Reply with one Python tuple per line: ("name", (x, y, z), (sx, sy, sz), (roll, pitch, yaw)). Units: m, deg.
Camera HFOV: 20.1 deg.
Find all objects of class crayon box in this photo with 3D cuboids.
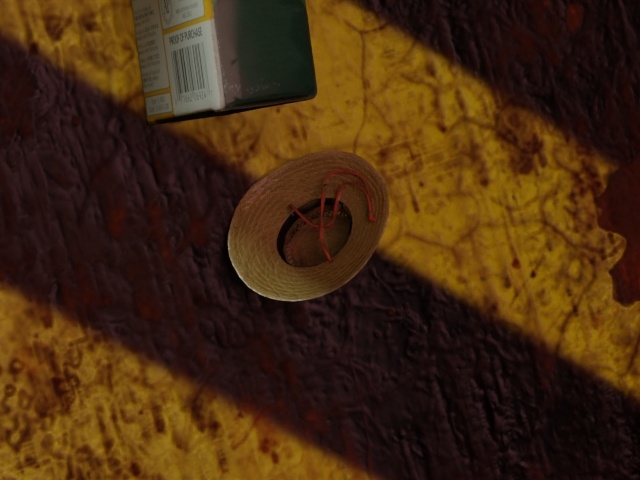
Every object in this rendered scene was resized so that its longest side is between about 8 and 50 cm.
("crayon box", (-0.092, -0.259, 1.402), (0.083, 0.203, 0.323), (-9, 94, -21))

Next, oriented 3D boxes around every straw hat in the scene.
("straw hat", (0.000, 0.000, 1.513), (0.144, 0.144, 0.061), (-54, 149, -12))
